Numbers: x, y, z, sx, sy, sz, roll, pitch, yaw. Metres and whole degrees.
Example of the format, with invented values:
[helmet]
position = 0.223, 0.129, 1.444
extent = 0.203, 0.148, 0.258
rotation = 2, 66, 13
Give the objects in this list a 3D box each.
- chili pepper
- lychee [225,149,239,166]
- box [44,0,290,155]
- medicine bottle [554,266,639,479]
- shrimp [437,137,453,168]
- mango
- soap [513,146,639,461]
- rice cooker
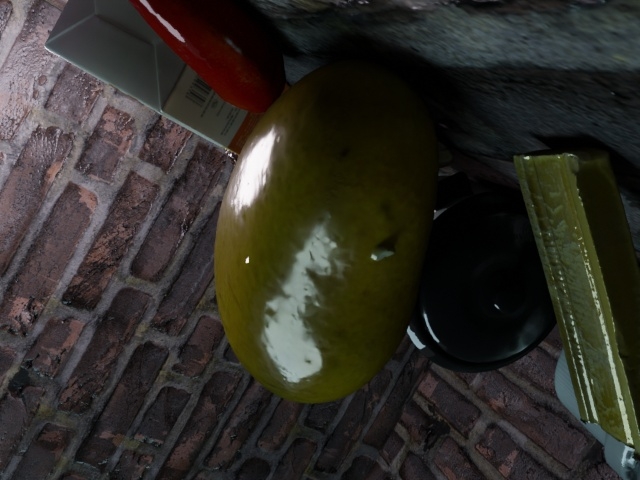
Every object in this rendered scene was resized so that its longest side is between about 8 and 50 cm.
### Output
[chili pepper]
position = -0.115, -0.222, 0.683
extent = 0.137, 0.092, 0.368
rotation = 45, -178, 24
[lychee]
position = -0.111, -0.215, 1.427
extent = 0.188, 0.188, 0.188
rotation = 30, -177, -2
[box]
position = -0.194, -0.243, 0.971
extent = 0.224, 0.144, 0.341
rotation = 31, -178, 20
[medicine bottle]
position = 0.393, 0.176, 0.582
extent = 0.245, 0.245, 0.306
rotation = 27, -167, -39
[shrimp]
position = 0.082, -0.129, 0.749
extent = 0.180, 0.041, 0.099
rotation = 30, 180, -27
[mango]
position = 0.000, 0.000, 0.679
extent = 0.220, 0.302, 0.445
rotation = 1, 152, -9
[soap]
position = 0.218, 0.046, 0.518
extent = 0.092, 0.037, 0.252
rotation = -143, 35, -76
[rice cooker]
position = 0.196, 0.038, 0.864
extent = 0.227, 0.241, 0.281
rotation = -132, 22, -68
